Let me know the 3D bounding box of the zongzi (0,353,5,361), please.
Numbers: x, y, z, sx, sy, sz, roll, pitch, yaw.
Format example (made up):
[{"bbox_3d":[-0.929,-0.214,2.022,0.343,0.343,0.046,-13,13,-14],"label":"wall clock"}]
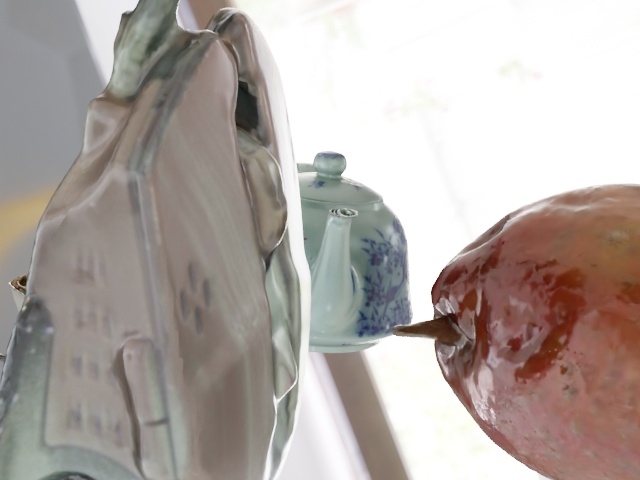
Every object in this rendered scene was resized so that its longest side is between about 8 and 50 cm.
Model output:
[{"bbox_3d":[-0.377,-0.016,1.146,0.447,0.418,0.181,12,-154,-16],"label":"zongzi"}]

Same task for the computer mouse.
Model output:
[{"bbox_3d":[-0.059,0.037,0.713,0.115,0.389,0.199,18,-152,9],"label":"computer mouse"}]

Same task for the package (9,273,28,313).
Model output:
[{"bbox_3d":[-0.206,0.184,1.623,0.165,0.311,0.221,-14,-169,-21],"label":"package"}]

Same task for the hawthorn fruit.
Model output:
[{"bbox_3d":[0.169,0.059,0.940,0.262,0.211,0.210,11,172,-7],"label":"hawthorn fruit"}]

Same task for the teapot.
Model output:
[{"bbox_3d":[0.000,0.000,1.191,0.159,0.159,0.232,-21,-164,-2],"label":"teapot"}]
